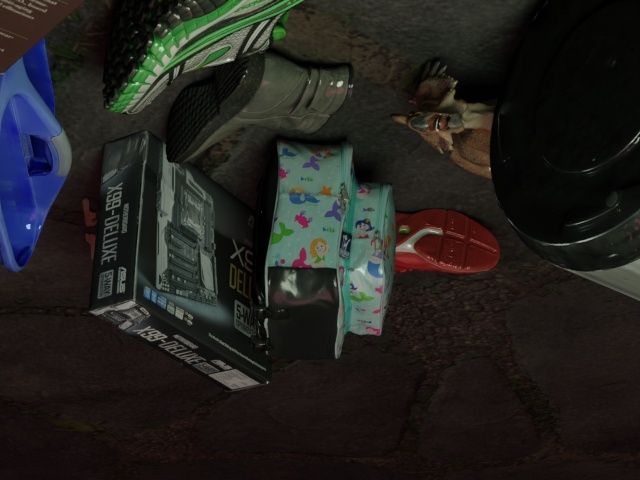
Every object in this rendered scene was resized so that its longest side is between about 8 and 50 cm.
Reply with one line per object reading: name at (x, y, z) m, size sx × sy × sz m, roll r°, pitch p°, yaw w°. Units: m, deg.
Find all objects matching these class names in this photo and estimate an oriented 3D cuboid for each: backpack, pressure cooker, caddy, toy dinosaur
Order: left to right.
caddy at (-0.370, -0.110, 1.657) m, size 0.179 × 0.241 × 0.341 m, roll 6°, pitch 153°, yaw -1°
backpack at (0.000, 0.000, 1.845) m, size 0.191 × 0.254 × 0.225 m, roll -3°, pitch 149°, yaw -2°
toy dinosaur at (0.188, -0.125, 1.739) m, size 0.200 × 0.127 × 0.296 m, roll -2°, pitch 157°, yaw 6°
pressure cooker at (0.433, -0.082, 1.530) m, size 0.420 × 0.376 × 0.370 m, roll 20°, pitch 141°, yaw -29°

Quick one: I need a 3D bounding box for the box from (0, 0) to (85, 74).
box at (-0.315, -0.292, 1.376) m, size 0.167 × 0.169 × 0.203 m, roll 21°, pitch 146°, yaw -33°

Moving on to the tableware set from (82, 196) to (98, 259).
tableware set at (-0.272, 0.002, 2.082) m, size 0.128 × 0.039 × 0.194 m, roll 2°, pitch 153°, yaw -3°

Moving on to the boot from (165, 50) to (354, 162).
boot at (-0.074, -0.146, 1.755) m, size 0.161 × 0.083 × 0.246 m, roll 11°, pitch 153°, yaw -30°

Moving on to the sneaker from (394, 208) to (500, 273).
sneaker at (0.137, 0.011, 2.066) m, size 0.221 × 0.087 × 0.128 m, roll 14°, pitch 161°, yaw 2°

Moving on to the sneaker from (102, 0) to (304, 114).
sneaker at (-0.119, -0.221, 1.546) m, size 0.146 × 0.134 × 0.343 m, roll 20°, pitch 147°, yaw -33°

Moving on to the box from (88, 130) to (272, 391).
box at (-0.172, 0.034, 1.925) m, size 0.076 × 0.243 × 0.307 m, roll -15°, pitch 148°, yaw 28°
